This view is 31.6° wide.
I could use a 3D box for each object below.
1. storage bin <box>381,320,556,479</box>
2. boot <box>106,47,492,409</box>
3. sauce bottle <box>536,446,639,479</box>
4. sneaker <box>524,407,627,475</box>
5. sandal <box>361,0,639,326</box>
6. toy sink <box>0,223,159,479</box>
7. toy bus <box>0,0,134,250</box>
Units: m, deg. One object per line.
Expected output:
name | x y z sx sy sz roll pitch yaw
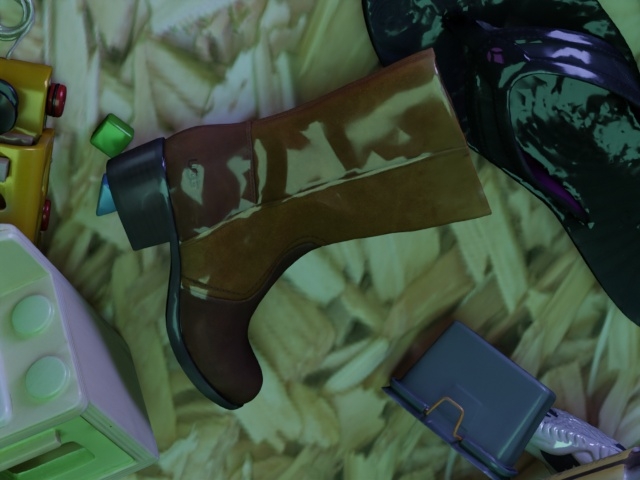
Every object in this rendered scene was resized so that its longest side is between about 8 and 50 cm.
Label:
storage bin | 0.135 0.136 0.994 0.135 0.098 0.091 37 91 23
boot | 0.000 0.000 0.934 0.280 0.096 0.264 -17 111 3
sauce bottle | 0.177 0.273 0.998 0.344 0.111 0.111 -28 113 35
sneaker | 0.252 0.262 1.068 0.235 0.094 0.153 27 96 -25
sandal | 0.218 -0.088 0.935 0.167 0.107 0.446 -44 108 9
toy sink | -0.245 0.117 0.879 0.152 0.131 0.234 -23 148 1
toy bus | -0.259 -0.064 0.887 0.191 0.104 0.202 -35 110 5
